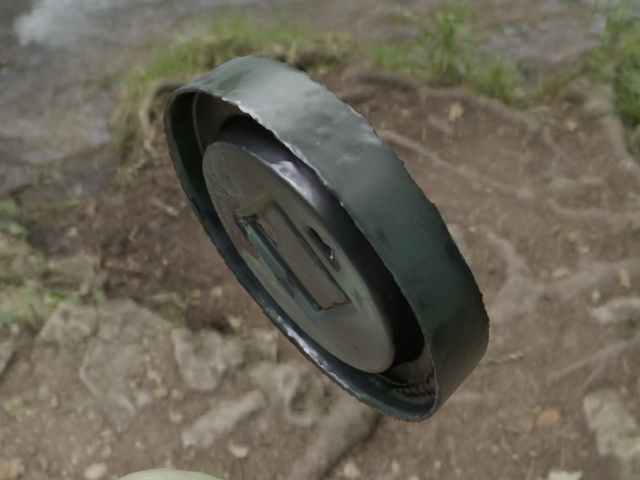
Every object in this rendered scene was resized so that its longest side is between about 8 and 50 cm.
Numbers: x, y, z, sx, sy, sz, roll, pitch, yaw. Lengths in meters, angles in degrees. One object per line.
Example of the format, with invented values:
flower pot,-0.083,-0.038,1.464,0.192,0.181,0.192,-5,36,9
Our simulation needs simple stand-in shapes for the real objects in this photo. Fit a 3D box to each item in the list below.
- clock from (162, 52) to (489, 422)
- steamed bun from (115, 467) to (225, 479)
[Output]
clock,0.000,0.000,0.626,0.042,0.215,0.215,-38,57,-19
steamed bun,-0.055,0.132,0.391,0.112,0.130,0.091,-43,54,-13
